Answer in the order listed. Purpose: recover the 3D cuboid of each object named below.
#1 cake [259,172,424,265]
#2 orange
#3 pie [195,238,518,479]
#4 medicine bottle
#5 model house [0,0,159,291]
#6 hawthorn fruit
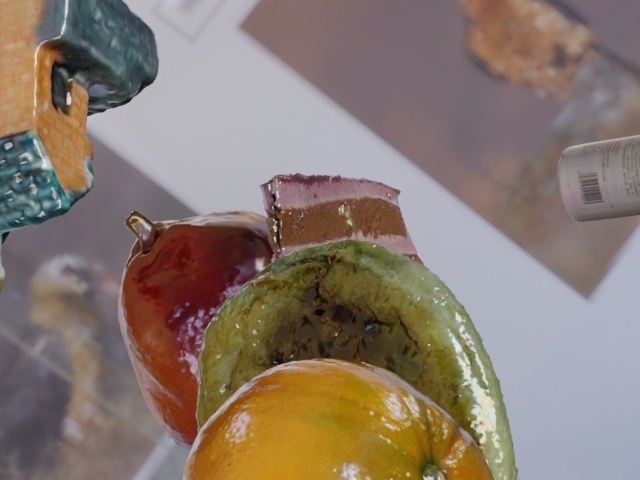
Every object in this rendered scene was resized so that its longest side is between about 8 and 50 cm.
[{"bbox_3d":[0.000,0.000,1.893,0.113,0.116,0.295,-14,-7,19],"label":"cake"},{"bbox_3d":[0.022,0.188,1.287,0.171,0.240,0.240,-31,25,33],"label":"orange"},{"bbox_3d":[0.027,0.145,1.551,0.070,0.323,0.323,-21,-14,-48],"label":"pie"},{"bbox_3d":[0.264,-0.052,1.336,0.199,0.057,0.057,-9,39,30],"label":"medicine bottle"},{"bbox_3d":[-0.265,-0.047,1.535,0.253,0.184,0.291,-11,63,22],"label":"model house"},{"bbox_3d":[-0.114,0.080,2.216,0.265,0.307,0.265,-39,10,8],"label":"hawthorn fruit"}]
